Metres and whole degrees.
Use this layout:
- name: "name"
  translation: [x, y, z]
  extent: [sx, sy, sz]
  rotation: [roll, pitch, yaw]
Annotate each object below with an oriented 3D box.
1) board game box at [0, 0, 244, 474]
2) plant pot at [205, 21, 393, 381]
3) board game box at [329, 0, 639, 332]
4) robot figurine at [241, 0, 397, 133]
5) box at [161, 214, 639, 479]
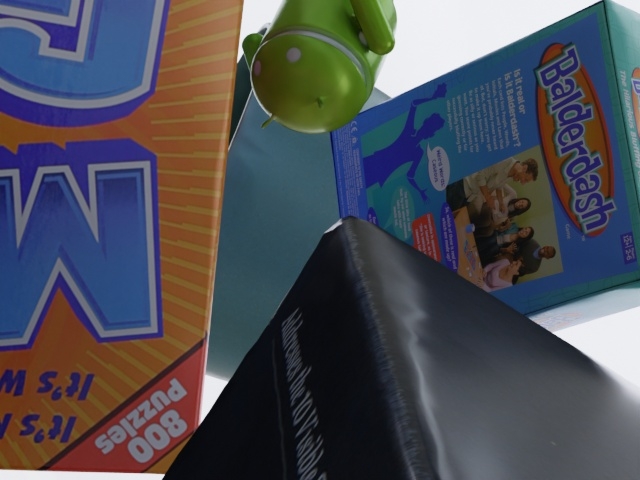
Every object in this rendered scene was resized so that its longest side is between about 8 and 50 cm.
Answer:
- name: "board game box"
  translation: [-0.256, -0.094, 0.908]
  extent: [0.356, 0.356, 0.357]
  rotation: [-141, -123, -71]
- name: "plant pot"
  translation: [0.000, 0.000, 1.295]
  extent: [0.235, 0.293, 0.293]
  rotation: [24, -26, -11]
- name: "board game box"
  translation: [0.101, -0.023, 0.888]
  extent: [0.210, 0.047, 0.160]
  rotation: [-21, -113, 41]
- name: "robot figurine"
  translation: [0.003, -0.106, 0.864]
  extent: [0.101, 0.115, 0.067]
  rotation: [-19, -54, 41]
- name: "box"
  translation: [0.013, 0.307, 0.443]
  extent: [0.297, 0.472, 0.480]
  rotation: [30, 12, -11]
